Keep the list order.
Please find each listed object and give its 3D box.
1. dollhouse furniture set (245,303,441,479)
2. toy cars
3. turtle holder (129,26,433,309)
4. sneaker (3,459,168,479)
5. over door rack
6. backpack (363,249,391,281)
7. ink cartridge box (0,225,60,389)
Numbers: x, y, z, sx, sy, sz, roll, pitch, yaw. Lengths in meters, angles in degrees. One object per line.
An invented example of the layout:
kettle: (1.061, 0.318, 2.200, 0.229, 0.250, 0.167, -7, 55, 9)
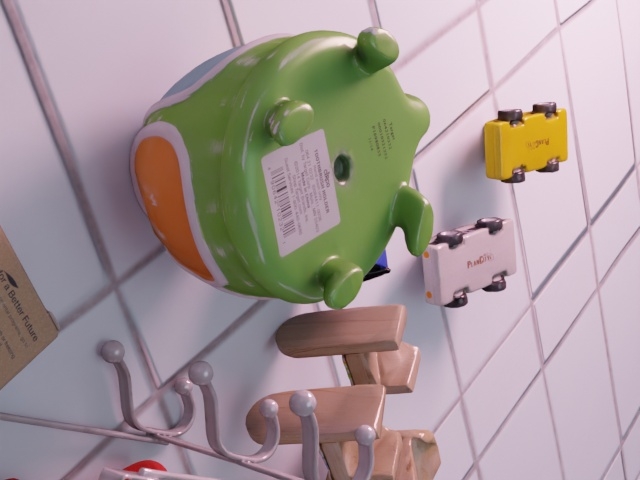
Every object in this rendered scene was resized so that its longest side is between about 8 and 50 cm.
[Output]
dollhouse furniture set: (-0.015, 0.333, 1.108, 0.394, 0.257, 0.362, -70, 147, -54)
toy cars: (0.230, -0.058, 1.444, 0.176, 0.087, 0.393, 50, 59, -38)
turtle holder: (-0.032, -0.092, 0.960, 0.243, 0.228, 0.320, 55, 52, -40)
sneaker: (-0.224, 0.243, 0.852, 0.279, 0.107, 0.118, -28, 111, -49)
over door rack: (-0.133, 0.153, 0.844, 0.324, 0.240, 0.108, 7, 91, -54)
backpack: (0.000, 0.000, 1.129, 0.120, 0.098, 0.101, 19, 50, -53)
ink cartridge box: (-0.315, 0.030, 0.711, 0.193, 0.088, 0.234, -48, 130, -40)
